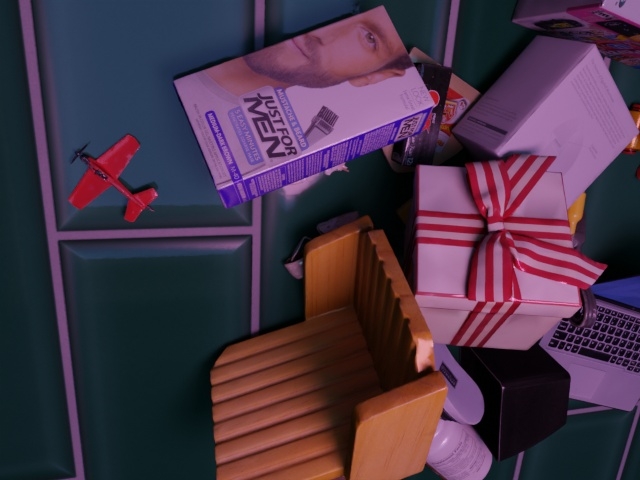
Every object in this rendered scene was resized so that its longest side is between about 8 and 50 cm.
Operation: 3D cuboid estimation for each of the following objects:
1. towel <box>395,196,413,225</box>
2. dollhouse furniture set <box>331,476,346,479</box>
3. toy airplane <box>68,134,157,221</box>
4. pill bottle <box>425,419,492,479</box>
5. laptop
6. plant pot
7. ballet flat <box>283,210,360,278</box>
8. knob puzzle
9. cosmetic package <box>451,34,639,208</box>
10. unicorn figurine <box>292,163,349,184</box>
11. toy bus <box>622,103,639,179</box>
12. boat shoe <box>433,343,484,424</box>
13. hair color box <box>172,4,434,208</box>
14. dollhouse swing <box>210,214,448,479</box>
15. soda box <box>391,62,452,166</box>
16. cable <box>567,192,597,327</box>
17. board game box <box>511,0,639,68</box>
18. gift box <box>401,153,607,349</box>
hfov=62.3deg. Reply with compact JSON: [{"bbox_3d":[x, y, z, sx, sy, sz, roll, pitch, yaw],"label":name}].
[{"bbox_3d":[0.247,-0.003,1.046,0.102,0.021,0.237,-41,114,-2],"label":"towel"},{"bbox_3d":[-0.012,0.347,0.993,0.174,0.303,0.355,13,107,20],"label":"dollhouse furniture set"},{"bbox_3d":[-0.329,-0.089,0.848,0.151,0.028,0.151,-5,112,-12],"label":"toy airplane"},{"bbox_3d":[0.254,0.420,1.138,0.131,0.131,0.229,-43,114,3],"label":"pill bottle"},{"bbox_3d":[0.716,0.237,1.143,0.382,0.236,0.407,17,104,-20],"label":"laptop"},{"bbox_3d":[0.404,0.309,1.100,0.167,0.188,0.187,-8,111,-7],"label":"plant pot"},{"bbox_3d":[0.000,0.000,0.959,0.052,0.057,0.168,41,94,-14],"label":"ballet flat"},{"bbox_3d":[0.177,-0.211,0.943,0.213,0.030,0.212,-5,111,-14],"label":"knob puzzle"},{"bbox_3d":[0.397,-0.193,0.936,0.224,0.138,0.224,-47,125,6],"label":"cosmetic package"},{"bbox_3d":[-0.028,-0.144,0.894,0.111,0.060,0.161,-34,115,-1],"label":"unicorn figurine"},{"bbox_3d":[0.684,-0.213,1.042,0.202,0.104,0.191,-44,114,3],"label":"toy bus"},{"bbox_3d":[0.190,0.231,1.013,0.306,0.105,0.113,48,52,-18],"label":"boat shoe"},{"bbox_3d":[-0.025,-0.202,0.806,0.339,0.110,0.185,-23,79,-8],"label":"hair color box"},{"bbox_3d":[-0.030,0.186,0.827,0.305,0.346,0.314,-7,132,-9],"label":"dollhouse swing"},{"bbox_3d":[0.169,-0.210,0.895,0.060,0.053,0.168,4,109,-17],"label":"soda box"},{"bbox_3d":[0.456,0.024,1.009,0.072,0.139,0.286,12,73,-12],"label":"cable"},{"bbox_3d":[0.516,-0.369,0.874,0.304,0.224,0.097,11,105,-18],"label":"board game box"},{"bbox_3d":[0.271,0.019,0.845,0.277,0.254,0.258,-1,152,3],"label":"gift box"}]
